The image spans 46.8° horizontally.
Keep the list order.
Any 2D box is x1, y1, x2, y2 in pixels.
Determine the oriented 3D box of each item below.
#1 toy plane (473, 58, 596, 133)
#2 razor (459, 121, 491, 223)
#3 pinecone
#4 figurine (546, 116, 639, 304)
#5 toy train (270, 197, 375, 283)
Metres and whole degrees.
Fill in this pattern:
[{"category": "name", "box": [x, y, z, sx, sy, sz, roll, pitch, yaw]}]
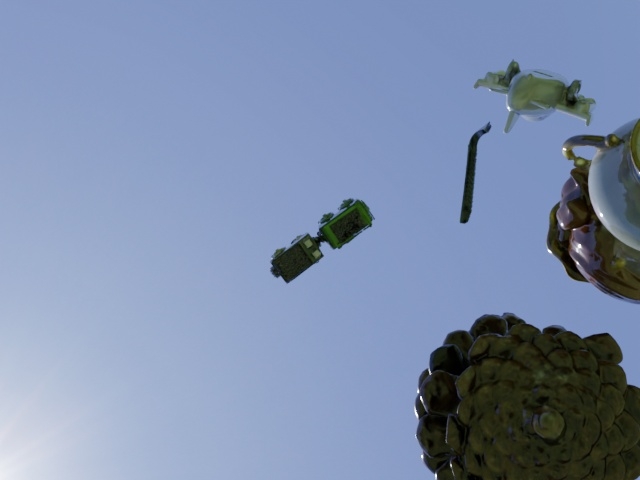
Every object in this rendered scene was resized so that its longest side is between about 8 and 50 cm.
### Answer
[{"category": "toy plane", "box": [0.422, -0.282, 1.466, 0.244, 0.244, 0.117, -3, -62, -31]}, {"category": "razor", "box": [0.275, -0.122, 1.347, 0.066, 0.033, 0.190, -46, -33, -63]}, {"category": "pinecone", "box": [0.222, 0.195, 0.832, 0.264, 0.264, 0.264, 9, -109, -28]}, {"category": "figurine", "box": [0.314, -0.028, 0.723, 0.189, 0.263, 0.142, 35, -104, 16]}, {"category": "toy train", "box": [0.000, 0.000, 1.253, 0.202, 0.081, 0.060, -36, -82, -1]}]
